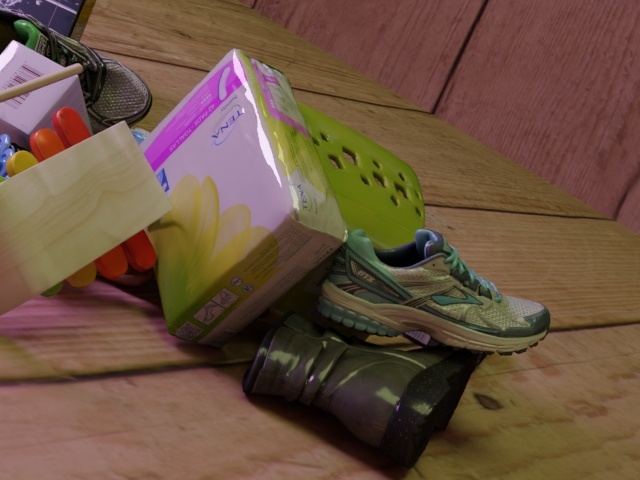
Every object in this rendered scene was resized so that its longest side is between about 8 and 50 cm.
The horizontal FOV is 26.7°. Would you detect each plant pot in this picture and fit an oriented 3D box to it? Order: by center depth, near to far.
[{"bbox_3d":[0.000,0.000,1.680,0.228,0.227,0.207,27,26,-32],"label":"plant pot"}]

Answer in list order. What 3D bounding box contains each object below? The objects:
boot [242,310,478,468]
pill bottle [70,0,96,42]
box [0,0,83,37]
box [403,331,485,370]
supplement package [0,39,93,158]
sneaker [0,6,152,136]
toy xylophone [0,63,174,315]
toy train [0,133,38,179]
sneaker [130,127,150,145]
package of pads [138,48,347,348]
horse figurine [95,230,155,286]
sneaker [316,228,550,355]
[{"bbox_3d":[0.055,0.140,1.574,0.222,0.118,0.338,24,10,14],"label":"boot"},{"bbox_3d":[-0.458,-0.384,2.308,0.117,0.208,0.117,23,16,-7],"label":"pill bottle"},{"bbox_3d":[-0.520,-0.381,2.042,0.312,0.179,0.343,22,39,-13],"label":"box"},{"bbox_3d":[0.189,0.135,1.948,0.116,0.029,0.162,29,14,11],"label":"box"},{"bbox_3d":[-0.362,-0.144,1.696,0.105,0.105,0.179,28,-25,13],"label":"supplement package"},{"bbox_3d":[-0.375,-0.223,1.798,0.343,0.134,0.146,15,-11,-33],"label":"sneaker"},{"bbox_3d":[-0.282,-0.057,1.435,0.322,0.081,0.236,-24,90,-56],"label":"toy xylophone"},{"bbox_3d":[-0.355,-0.049,1.550,0.080,0.105,0.184,26,13,-33],"label":"toy train"},{"bbox_3d":[-0.243,-0.109,2.053,0.162,0.063,0.073,24,32,12],"label":"sneaker"},{"bbox_3d":[-0.101,-0.054,1.567,0.101,0.229,0.297,25,34,-42],"label":"package of pads"},{"bbox_3d":[-0.248,-0.002,1.643,0.174,0.066,0.263,18,15,-10],"label":"horse figurine"},{"bbox_3d":[0.143,0.055,1.556,0.283,0.122,0.110,9,12,-17],"label":"sneaker"}]
